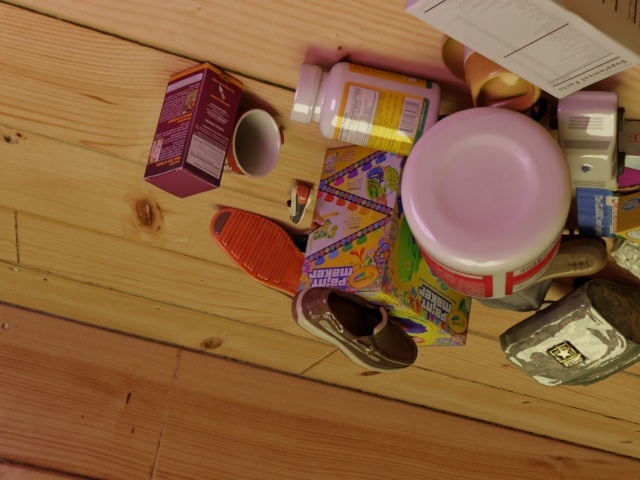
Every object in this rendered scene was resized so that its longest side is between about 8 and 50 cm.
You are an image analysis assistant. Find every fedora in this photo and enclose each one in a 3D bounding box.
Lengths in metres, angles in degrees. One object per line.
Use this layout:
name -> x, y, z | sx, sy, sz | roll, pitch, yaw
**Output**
fedora -> 0.382, 0.068, 1.991 | 0.243, 0.124, 0.275 | -8, 152, 44
fedora -> 0.250, -0.226, 1.335 | 0.194, 0.079, 0.194 | 10, 161, 4

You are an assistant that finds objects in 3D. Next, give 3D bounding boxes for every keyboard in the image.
keyboard -> 0.000, 0.000, 2.165 | 0.108, 0.023, 0.180 | 18, 159, -36

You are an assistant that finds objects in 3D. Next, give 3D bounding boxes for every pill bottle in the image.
pill bottle -> 0.253, -0.035, 1.491 | 0.229, 0.229, 0.408 | 7, 170, 12
pill bottle -> 0.065, -0.197, 1.455 | 0.208, 0.118, 0.117 | 12, 160, -3

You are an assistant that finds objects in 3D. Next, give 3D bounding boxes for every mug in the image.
mug -> -0.155, -0.159, 1.677 | 0.169, 0.113, 0.150 | 6, 167, 40

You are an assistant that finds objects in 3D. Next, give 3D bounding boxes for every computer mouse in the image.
computer mouse -> 0.329, -0.153, 1.548 | 0.071, 0.041, 0.242 | 6, 159, 15

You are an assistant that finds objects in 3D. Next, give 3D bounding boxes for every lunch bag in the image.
lunch bag -> 0.541, 0.196, 2.043 | 0.287, 0.169, 0.235 | 11, 144, -41

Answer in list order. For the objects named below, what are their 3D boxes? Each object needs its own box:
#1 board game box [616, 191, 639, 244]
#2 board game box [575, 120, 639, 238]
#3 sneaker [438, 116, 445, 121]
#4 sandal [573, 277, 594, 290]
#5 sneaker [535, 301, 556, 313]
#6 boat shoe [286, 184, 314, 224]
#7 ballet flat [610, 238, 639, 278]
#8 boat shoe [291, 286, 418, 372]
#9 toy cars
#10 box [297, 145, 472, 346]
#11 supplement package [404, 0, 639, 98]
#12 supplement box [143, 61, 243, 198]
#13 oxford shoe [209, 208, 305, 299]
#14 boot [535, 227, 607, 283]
board game box -> 0.646, -0.033, 1.468 | 0.242, 0.064, 0.316 | 22, 157, -27
board game box -> 0.569, -0.085, 1.563 | 0.318, 0.066, 0.319 | 4, 159, 19
sneaker -> 0.181, -0.174, 1.585 | 0.109, 0.040, 0.043 | -1, 173, 39
sandal -> 0.593, 0.126, 2.173 | 0.067, 0.040, 0.179 | -2, 142, 19
sneaker -> 0.633, 0.238, 2.314 | 0.283, 0.124, 0.107 | 12, 161, -3
boat shoe -> -0.046, -0.073, 1.952 | 0.043, 0.049, 0.137 | 16, 157, -5
ballet flat -> 0.734, 0.066, 1.788 | 0.408, 0.147, 0.147 | 5, 159, 19
boat shoe -> 0.076, 0.148, 1.607 | 0.257, 0.095, 0.095 | 25, 149, -33
toy cars -> 0.422, -0.163, 1.309 | 0.176, 0.087, 0.393 | 27, 147, -14
box -> 0.134, 0.014, 1.754 | 0.177, 0.279, 0.290 | -5, 155, 37
supplement package -> 0.237, -0.284, 1.105 | 0.244, 0.134, 0.139 | 23, 157, -28
supplement box -> -0.200, -0.173, 1.560 | 0.080, 0.188, 0.104 | 27, 155, -38
oxford shoe -> -0.099, 0.057, 2.170 | 0.363, 0.130, 0.132 | 36, 163, -15
boot -> 0.396, 0.027, 1.796 | 0.248, 0.090, 0.207 | 1, -173, 18
